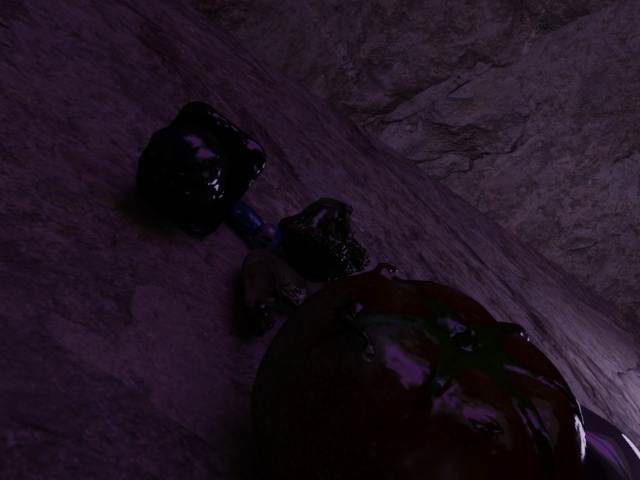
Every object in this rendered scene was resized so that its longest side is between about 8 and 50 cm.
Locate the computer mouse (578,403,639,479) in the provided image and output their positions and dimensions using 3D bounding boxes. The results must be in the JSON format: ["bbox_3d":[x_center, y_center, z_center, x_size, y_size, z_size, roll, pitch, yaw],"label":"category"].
[{"bbox_3d":[0.445,0.347,1.106,0.184,0.121,0.297,8,36,-55],"label":"computer mouse"}]

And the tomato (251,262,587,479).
[{"bbox_3d":[0.084,0.180,0.624,0.303,0.239,0.303,22,23,-10],"label":"tomato"}]

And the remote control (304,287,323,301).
[{"bbox_3d":[0.117,0.212,0.835,0.378,0.044,0.107,50,7,9],"label":"remote control"}]

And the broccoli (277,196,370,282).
[{"bbox_3d":[0.000,0.000,1.071,0.162,0.138,0.145,17,-11,42],"label":"broccoli"}]

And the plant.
[{"bbox_3d":[-0.165,-0.104,0.937,0.142,0.164,0.256,41,16,0],"label":"plant"}]

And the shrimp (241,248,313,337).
[{"bbox_3d":[-0.050,0.093,0.865,0.145,0.059,0.254,42,11,-21],"label":"shrimp"}]

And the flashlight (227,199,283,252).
[{"bbox_3d":[-0.114,-0.028,1.045,0.129,0.051,0.051,40,17,25],"label":"flashlight"}]
